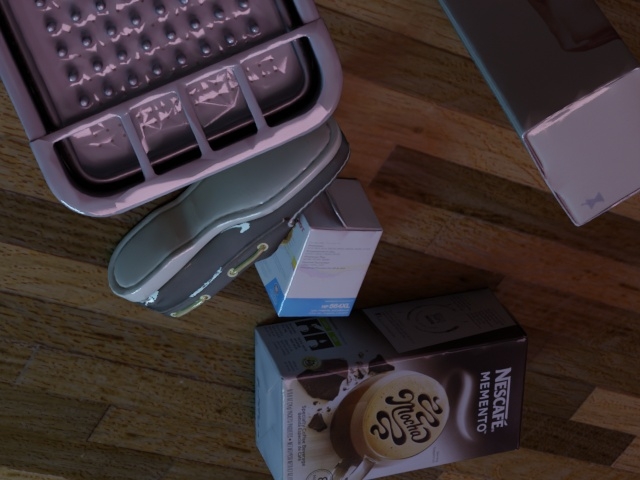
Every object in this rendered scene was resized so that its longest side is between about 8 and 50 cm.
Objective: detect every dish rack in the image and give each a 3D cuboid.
[{"bbox_3d":[-0.160,-0.216,1.701,0.285,0.072,0.333,-23,102,-1],"label":"dish rack"}]

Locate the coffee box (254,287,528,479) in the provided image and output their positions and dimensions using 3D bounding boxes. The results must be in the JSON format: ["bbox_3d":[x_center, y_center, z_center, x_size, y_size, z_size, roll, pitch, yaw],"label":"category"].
[{"bbox_3d":[0.080,0.174,2.202,0.297,0.119,0.168,-10,121,-16],"label":"coffee box"}]

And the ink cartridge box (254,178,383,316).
[{"bbox_3d":[0.000,0.000,2.044,0.090,0.092,0.143,2,130,-26],"label":"ink cartridge box"}]

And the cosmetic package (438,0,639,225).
[{"bbox_3d":[0.221,-0.177,1.830,0.129,0.296,0.153,-30,136,7],"label":"cosmetic package"}]

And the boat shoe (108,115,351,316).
[{"bbox_3d":[-0.084,-0.025,1.978,0.305,0.109,0.091,-36,136,19],"label":"boat shoe"}]
